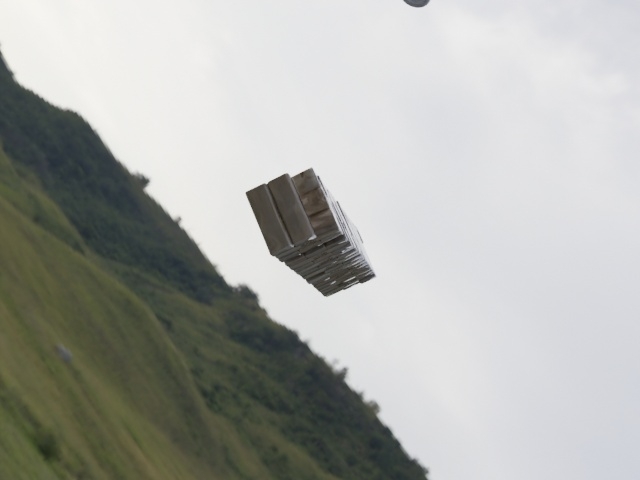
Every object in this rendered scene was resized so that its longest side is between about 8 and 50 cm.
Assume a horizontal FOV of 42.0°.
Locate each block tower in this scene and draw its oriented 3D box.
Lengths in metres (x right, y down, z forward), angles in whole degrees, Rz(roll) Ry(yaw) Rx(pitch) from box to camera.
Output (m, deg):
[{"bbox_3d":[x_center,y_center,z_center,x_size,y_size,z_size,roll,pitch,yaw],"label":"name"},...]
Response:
[{"bbox_3d":[0.000,0.000,1.160,0.335,0.091,0.097,43,24,-73],"label":"block tower"}]

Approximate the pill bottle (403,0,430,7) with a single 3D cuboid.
[{"bbox_3d":[0.138,-0.355,1.114,0.043,0.083,0.043,18,-27,9],"label":"pill bottle"}]
